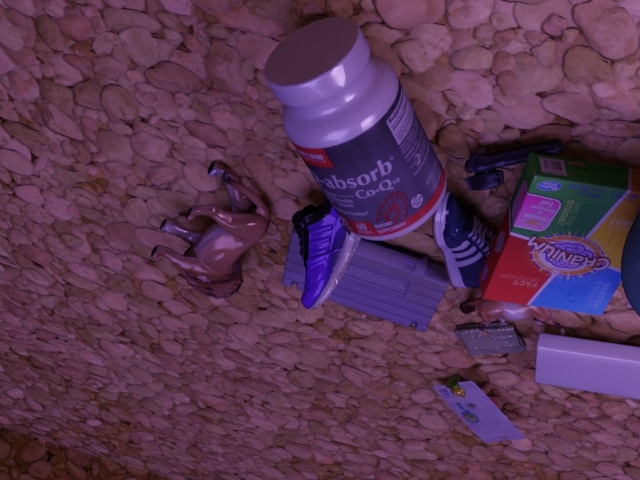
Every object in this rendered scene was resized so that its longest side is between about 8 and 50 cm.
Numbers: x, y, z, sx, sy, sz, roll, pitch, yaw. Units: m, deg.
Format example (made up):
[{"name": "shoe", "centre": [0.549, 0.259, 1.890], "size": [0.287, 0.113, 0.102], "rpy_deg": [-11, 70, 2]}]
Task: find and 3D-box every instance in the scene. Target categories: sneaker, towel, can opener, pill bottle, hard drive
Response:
[{"name": "sneaker", "centre": [0.314, 0.002, 1.802], "size": [0.153, 0.099, 0.282], "rpy_deg": [5, 147, 24]}, {"name": "towel", "centre": [0.392, 0.228, 2.129], "size": [0.148, 0.027, 0.110], "rpy_deg": [-7, 136, 33]}, {"name": "can opener", "centre": [0.340, -0.145, 1.633], "size": [0.186, 0.059, 0.073], "rpy_deg": [-17, 104, 29]}, {"name": "pill bottle", "centre": [0.061, -0.187, 1.578], "size": [0.210, 0.210, 0.363], "rpy_deg": [-5, 138, 31]}, {"name": "hard drive", "centre": [0.654, 0.287, 2.023], "size": [0.352, 0.047, 0.233], "rpy_deg": [7, 154, 15]}, {"name": "sneaker", "centre": [0.000, -0.001, 1.901], "size": [0.146, 0.102, 0.293], "rpy_deg": [28, 114, 6]}]

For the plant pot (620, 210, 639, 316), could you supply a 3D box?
[{"name": "plant pot", "centre": [0.622, 0.030, 1.467], "size": [0.292, 0.293, 0.235], "rpy_deg": [23, 141, -4]}]

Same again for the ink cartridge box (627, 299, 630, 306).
[{"name": "ink cartridge box", "centre": [0.614, 0.069, 1.669], "size": [0.104, 0.180, 0.060], "rpy_deg": [8, 143, 18]}]

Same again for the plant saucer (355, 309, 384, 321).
[{"name": "plant saucer", "centre": [0.123, 0.163, 2.185], "size": [0.083, 0.015, 0.083], "rpy_deg": [14, 144, 10]}]

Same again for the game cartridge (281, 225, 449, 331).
[{"name": "game cartridge", "centre": [0.097, 0.076, 2.048], "size": [0.354, 0.068, 0.230], "rpy_deg": [19, 141, 3]}]

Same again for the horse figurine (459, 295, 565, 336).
[{"name": "horse figurine", "centre": [0.416, 0.149, 1.978], "size": [0.263, 0.066, 0.174], "rpy_deg": [0, 148, 22]}]

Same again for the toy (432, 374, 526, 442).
[{"name": "toy", "centre": [0.411, 0.425, 2.360], "size": [0.237, 0.056, 0.136], "rpy_deg": [44, 143, -22]}]

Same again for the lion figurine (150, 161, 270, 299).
[{"name": "lion figurine", "centre": [-0.211, -0.004, 2.027], "size": [0.240, 0.142, 0.392], "rpy_deg": [27, 141, -22]}]

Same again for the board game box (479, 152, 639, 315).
[{"name": "board game box", "centre": [0.448, -0.004, 1.666], "size": [0.242, 0.064, 0.317], "rpy_deg": [8, 134, -4]}]
